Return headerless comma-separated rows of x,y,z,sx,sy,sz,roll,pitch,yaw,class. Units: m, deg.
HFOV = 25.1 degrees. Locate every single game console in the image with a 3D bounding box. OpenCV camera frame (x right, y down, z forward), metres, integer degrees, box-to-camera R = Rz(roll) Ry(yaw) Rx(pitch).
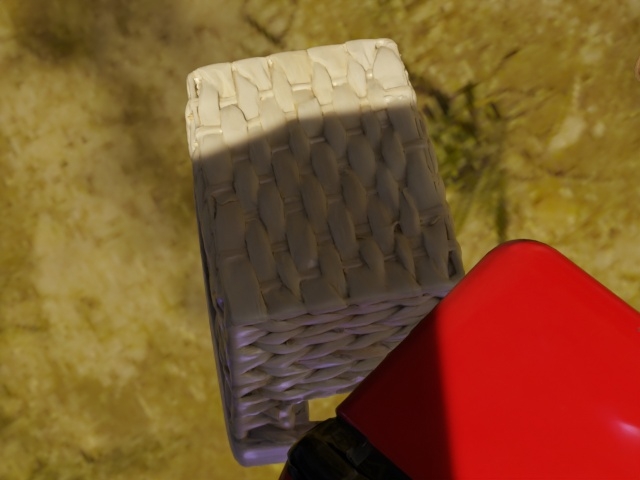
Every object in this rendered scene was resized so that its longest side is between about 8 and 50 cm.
0.062,0.095,0.376,0.144,0.085,0.124,39,131,22,game console

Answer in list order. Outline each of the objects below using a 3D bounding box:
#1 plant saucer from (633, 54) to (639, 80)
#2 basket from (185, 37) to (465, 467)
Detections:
0.158,-0.076,0.535,0.083,0.083,0.015,-9,120,53,plant saucer
0.000,0.000,0.644,0.103,0.113,0.167,83,175,-49,basket
